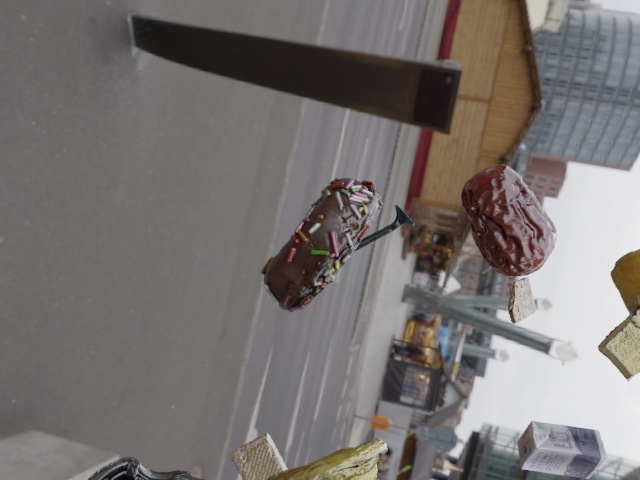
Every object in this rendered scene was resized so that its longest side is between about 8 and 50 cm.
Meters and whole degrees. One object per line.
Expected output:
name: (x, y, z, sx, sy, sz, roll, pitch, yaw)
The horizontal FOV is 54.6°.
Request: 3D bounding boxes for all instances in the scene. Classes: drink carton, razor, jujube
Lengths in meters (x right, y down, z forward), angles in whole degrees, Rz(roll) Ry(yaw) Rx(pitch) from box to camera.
drink carton: (0.733, 0.642, 1.901, 0.102, 0.222, 0.134, -84, -177, -46)
razor: (0.119, -0.010, 1.425, 0.066, 0.190, 0.033, 47, 31, -22)
jujube: (0.374, -0.040, 1.246, 0.230, 0.155, 0.155, 57, 22, -8)

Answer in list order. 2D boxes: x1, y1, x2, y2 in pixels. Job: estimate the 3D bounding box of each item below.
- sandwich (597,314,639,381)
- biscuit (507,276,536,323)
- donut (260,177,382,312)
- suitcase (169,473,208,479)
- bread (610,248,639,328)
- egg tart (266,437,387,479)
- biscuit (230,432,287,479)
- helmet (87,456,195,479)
sandwich: (0.923, 0.303, 1.787, 0.193, 0.162, 0.058, -41, 174, -11)
biscuit: (0.686, 0.204, 2.138, 0.237, 0.026, 0.131, -9, 83, -53)
donut: (0.011, -0.013, 1.368, 0.345, 0.136, 0.259, -56, -175, -35)
suitcase: (-0.236, 0.539, 0.964, 0.312, 0.128, 0.202, -61, -160, 11)
bread: (0.840, 0.118, 1.551, 0.197, 0.197, 0.170, 88, 6, -50)
egg tart: (0.021, 0.624, 1.607, 0.345, 0.345, 0.132, 56, 15, -75)
biscuit: (-0.133, 0.833, 1.983, 0.426, 0.144, 0.078, 63, -3, 1)
helmet: (-0.373, 0.637, 1.327, 0.197, 0.338, 0.271, -61, -168, 16)
